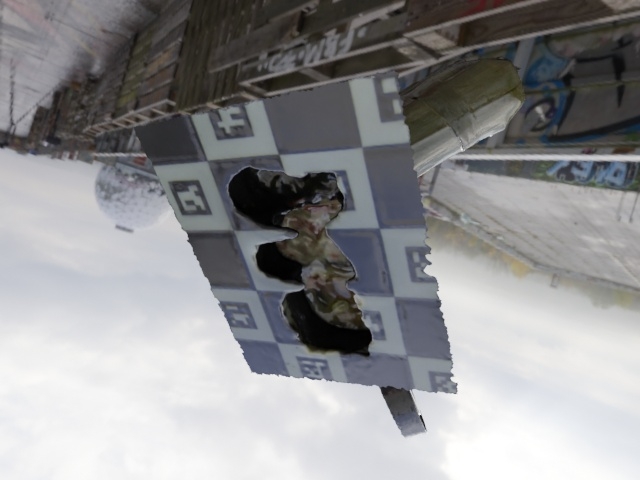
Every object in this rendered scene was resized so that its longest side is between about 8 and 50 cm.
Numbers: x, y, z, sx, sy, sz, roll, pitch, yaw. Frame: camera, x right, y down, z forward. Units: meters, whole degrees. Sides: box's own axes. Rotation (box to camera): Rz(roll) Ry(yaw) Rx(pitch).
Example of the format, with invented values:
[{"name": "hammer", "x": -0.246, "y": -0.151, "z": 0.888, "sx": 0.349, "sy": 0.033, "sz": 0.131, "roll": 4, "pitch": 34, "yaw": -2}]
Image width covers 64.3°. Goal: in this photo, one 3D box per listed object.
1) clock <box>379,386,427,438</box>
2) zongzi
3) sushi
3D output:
[{"name": "clock", "x": 0.118, "y": 0.223, "z": 0.812, "sx": 0.040, "sy": 0.184, "sz": 0.184, "roll": -22, "pitch": 174, "yaw": 5}, {"name": "zongzi", "x": 0.172, "y": -0.202, "z": 0.830, "sx": 0.125, "sy": 0.250, "sz": 0.274, "roll": 62, "pitch": 180, "yaw": -15}, {"name": "sushi", "x": 0.000, "y": 0.000, "z": 0.592, "sx": 0.296, "sy": 0.373, "sz": 0.100, "roll": -3, "pitch": -148, "yaw": 27}]
